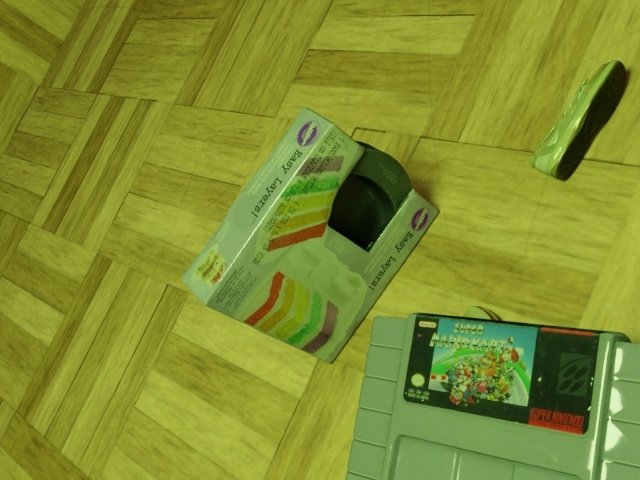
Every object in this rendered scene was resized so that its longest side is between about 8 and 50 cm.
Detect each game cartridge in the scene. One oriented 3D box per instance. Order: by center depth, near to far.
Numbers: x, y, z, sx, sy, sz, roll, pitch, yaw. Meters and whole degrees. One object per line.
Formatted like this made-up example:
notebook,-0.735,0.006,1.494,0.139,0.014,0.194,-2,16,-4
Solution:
game cartridge,0.181,0.197,0.833,0.355,0.068,0.230,1,81,44

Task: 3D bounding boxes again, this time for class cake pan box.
cake pan box,0.000,0.000,1.006,0.267,0.245,0.070,-54,46,2

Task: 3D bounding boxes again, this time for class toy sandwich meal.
toy sandwich meal,0.173,0.117,0.932,0.085,0.029,0.086,-23,52,32

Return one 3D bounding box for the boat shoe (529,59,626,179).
boat shoe,0.302,-0.145,0.952,0.048,0.056,0.153,34,98,44
